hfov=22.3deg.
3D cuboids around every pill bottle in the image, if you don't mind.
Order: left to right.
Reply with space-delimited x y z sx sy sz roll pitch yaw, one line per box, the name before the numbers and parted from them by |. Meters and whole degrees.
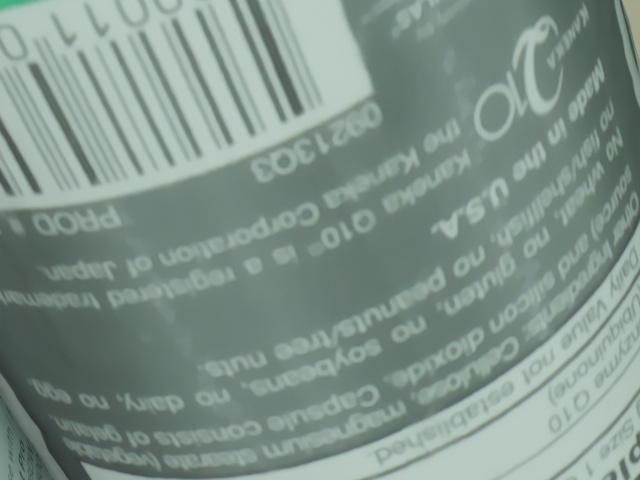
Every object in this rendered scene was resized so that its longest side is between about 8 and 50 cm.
pill bottle | 0.000 0.000 0.474 0.204 0.204 0.361 -20 127 5

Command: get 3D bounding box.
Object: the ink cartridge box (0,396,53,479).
ink cartridge box | -0.203 0.189 0.597 0.285 0.166 0.395 -15 127 0
